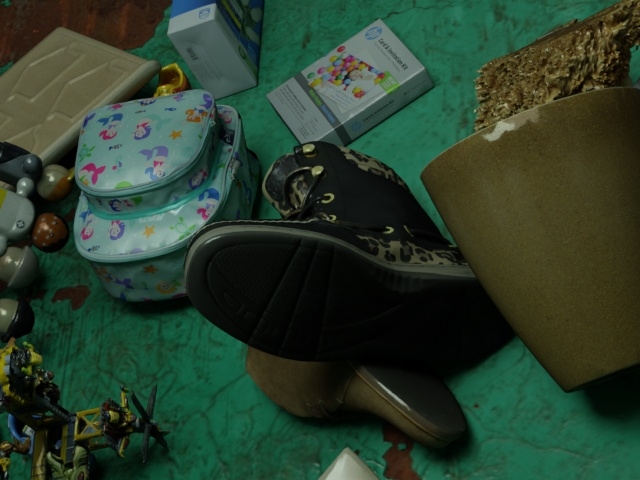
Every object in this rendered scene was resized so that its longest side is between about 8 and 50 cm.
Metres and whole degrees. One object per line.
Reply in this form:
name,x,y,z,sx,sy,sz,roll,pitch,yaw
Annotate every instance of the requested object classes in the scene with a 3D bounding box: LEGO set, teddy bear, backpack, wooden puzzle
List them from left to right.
wooden puzzle,-0.411,-0.163,2.175,0.322,0.080,0.348,-44,34,-17
LEGO set,-0.254,0.257,1.573,0.192,0.255,0.331,-15,48,19
backpack,-0.197,-0.054,1.879,0.225,0.191,0.254,-8,52,15
teddy bear,0.275,-0.180,1.692,0.245,0.113,0.338,-31,7,-18

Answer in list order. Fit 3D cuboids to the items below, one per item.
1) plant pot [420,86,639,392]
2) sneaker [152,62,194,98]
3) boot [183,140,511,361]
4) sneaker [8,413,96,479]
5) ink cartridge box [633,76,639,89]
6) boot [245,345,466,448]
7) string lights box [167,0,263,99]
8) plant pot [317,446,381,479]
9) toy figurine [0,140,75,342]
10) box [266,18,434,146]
plant pot,0.250,0.012,1.489,0.237,0.237,0.254,-21,78,13
sneaker,-0.210,-0.173,2.082,0.064,0.067,0.175,-20,45,13
boot,0.000,0.000,1.619,0.284,0.377,0.138,55,133,53
sneaker,-0.318,0.240,1.764,0.144,0.059,0.053,23,63,42
ink cartridge box,0.497,-0.108,1.567,0.385,0.091,0.308,25,67,45
boot,0.032,0.157,1.623,0.305,0.112,0.115,34,104,41
string lights box,-0.144,-0.340,2.147,0.076,0.133,0.260,-16,45,19
plant pot,0.039,0.288,1.470,0.096,0.109,0.109,31,71,33
toy figurine,-0.395,-0.003,1.888,0.210,0.148,0.213,-58,18,20
box,0.037,-0.196,1.972,0.186,0.038,0.145,-33,42,-1
